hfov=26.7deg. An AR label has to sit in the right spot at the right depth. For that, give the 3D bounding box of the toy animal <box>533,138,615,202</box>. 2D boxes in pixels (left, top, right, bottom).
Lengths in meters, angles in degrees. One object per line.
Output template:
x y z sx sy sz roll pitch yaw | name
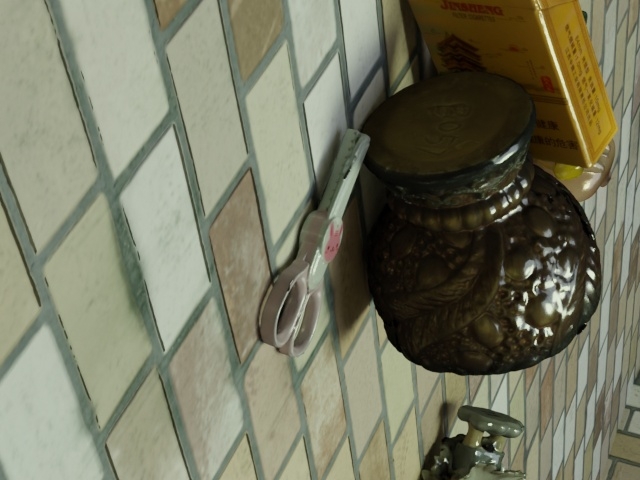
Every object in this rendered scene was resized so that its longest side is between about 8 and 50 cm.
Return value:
0.392 -0.152 2.146 0.165 0.149 0.248 -50 157 -20 | toy animal

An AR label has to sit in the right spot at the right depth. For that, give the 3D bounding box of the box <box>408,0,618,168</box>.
0.211 -0.211 1.498 0.076 0.174 0.274 -53 135 -27 | box

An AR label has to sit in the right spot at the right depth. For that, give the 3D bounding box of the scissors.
0.000 0.000 1.377 0.118 0.030 0.242 47 61 -67 | scissors

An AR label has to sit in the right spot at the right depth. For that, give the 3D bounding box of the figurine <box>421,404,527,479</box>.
0.214 0.448 2.046 0.207 0.166 0.387 12 94 -35 | figurine

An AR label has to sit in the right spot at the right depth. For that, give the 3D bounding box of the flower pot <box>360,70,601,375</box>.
0.165 -0.028 1.500 0.266 0.267 0.267 -57 141 -41 | flower pot

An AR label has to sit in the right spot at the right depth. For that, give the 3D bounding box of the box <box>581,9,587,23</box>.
0.411 -0.341 2.229 0.126 0.031 0.091 -16 117 -68 | box
